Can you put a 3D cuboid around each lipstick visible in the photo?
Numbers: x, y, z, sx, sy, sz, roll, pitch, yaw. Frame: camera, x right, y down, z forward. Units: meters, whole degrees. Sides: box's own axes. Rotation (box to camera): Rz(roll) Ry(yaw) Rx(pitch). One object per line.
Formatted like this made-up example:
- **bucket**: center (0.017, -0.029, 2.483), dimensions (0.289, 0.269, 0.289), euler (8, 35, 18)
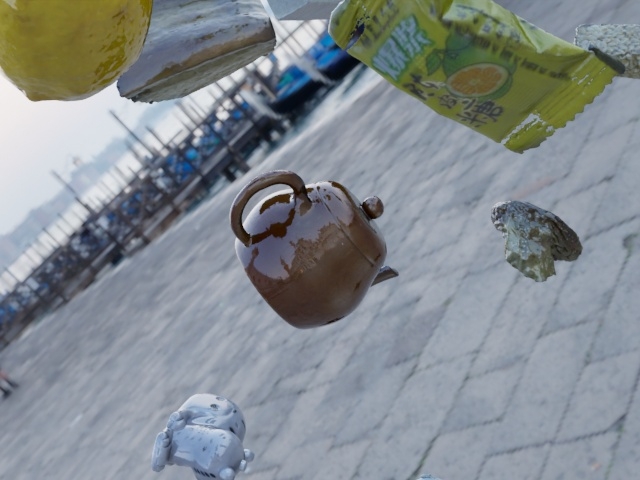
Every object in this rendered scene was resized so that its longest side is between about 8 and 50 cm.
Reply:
- **lipstick**: center (-0.004, -0.413, 1.553), dimensions (0.066, 0.068, 0.317), euler (-24, 5, 23)

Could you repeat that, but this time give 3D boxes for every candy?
- **candy**: center (0.160, -0.205, 1.006), dimensions (0.187, 0.297, 0.081), euler (-46, 19, 50)

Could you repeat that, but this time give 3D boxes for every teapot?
- **teapot**: center (0.000, 0.000, 0.698), dimensions (0.116, 0.173, 0.116), euler (-20, 51, 26)

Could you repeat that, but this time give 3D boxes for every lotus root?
- **lotus root**: center (-0.110, -0.181, 0.808), dimensions (0.135, 0.095, 0.159), euler (-21, 11, 3)

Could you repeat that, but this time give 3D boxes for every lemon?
- **lemon**: center (-0.158, -0.144, 0.558), dimensions (0.114, 0.114, 0.155), euler (-51, -11, -30)

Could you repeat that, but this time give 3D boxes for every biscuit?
- **biscuit**: center (0.488, -0.304, 1.485), dimensions (0.070, 0.168, 0.082), euler (83, -166, -51)

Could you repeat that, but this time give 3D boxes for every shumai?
- **shumai**: center (0.308, -0.003, 1.375), dimensions (0.105, 0.139, 0.123), euler (-39, 1, -7)

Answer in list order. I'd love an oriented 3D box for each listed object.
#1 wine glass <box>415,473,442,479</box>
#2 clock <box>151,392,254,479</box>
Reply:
- **wine glass**: center (0.150, 0.455, 1.296), dimensions (0.165, 0.196, 0.165), euler (-16, 11, 3)
- **clock**: center (-0.141, 0.271, 1.248), dimensions (0.176, 0.117, 0.080), euler (-38, -36, -74)
